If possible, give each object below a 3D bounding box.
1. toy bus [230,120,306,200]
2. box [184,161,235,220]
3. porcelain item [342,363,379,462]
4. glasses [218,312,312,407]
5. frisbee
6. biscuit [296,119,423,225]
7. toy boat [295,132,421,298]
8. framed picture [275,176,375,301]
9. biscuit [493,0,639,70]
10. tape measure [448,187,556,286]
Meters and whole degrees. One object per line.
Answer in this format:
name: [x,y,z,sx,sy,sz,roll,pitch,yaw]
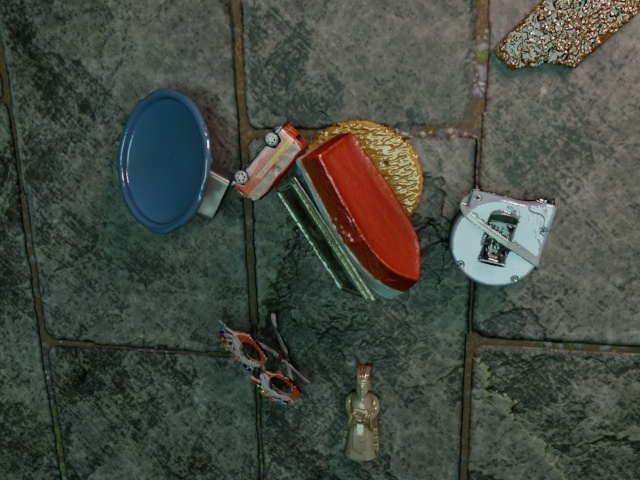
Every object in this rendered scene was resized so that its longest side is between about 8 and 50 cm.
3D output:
toy bus: [-0.103,-0.153,1.255,0.077,0.079,0.174,39,110,-7]
box: [-0.229,-0.103,1.294,0.069,0.084,0.122,26,109,-7]
porcelain item: [0.091,0.376,1.373,0.084,0.054,0.213,4,105,9]
glasses: [-0.124,0.260,1.384,0.162,0.095,0.255,-29,100,45]
frisbee: [-0.308,-0.158,1.267,0.290,0.049,0.289,1,92,38]
biscuit: [0.076,-0.115,1.248,0.254,0.035,0.253,3,105,10]
toy boat: [0.070,-0.031,1.188,0.133,0.145,0.331,-20,106,52]
framed picture: [0.000,0.000,1.212,0.017,0.217,0.274,-34,96,-10]
biscuit: [0.436,-0.376,1.107,0.237,0.026,0.131,-43,92,18]
tape measure: [0.335,-0.004,1.191,0.182,0.107,0.180,8,100,7]
